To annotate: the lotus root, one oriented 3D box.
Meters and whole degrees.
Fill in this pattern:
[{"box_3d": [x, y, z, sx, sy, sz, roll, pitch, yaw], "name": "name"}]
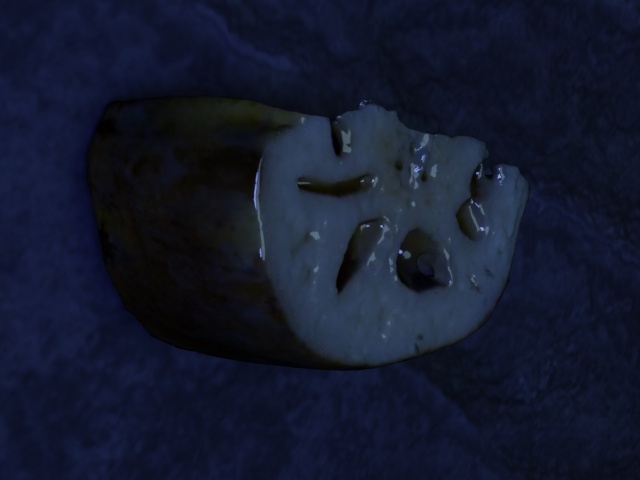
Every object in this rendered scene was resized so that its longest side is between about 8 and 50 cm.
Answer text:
[{"box_3d": [0.000, 0.000, 0.707, 0.235, 0.119, 0.138, 5, 91, -46], "name": "lotus root"}]
